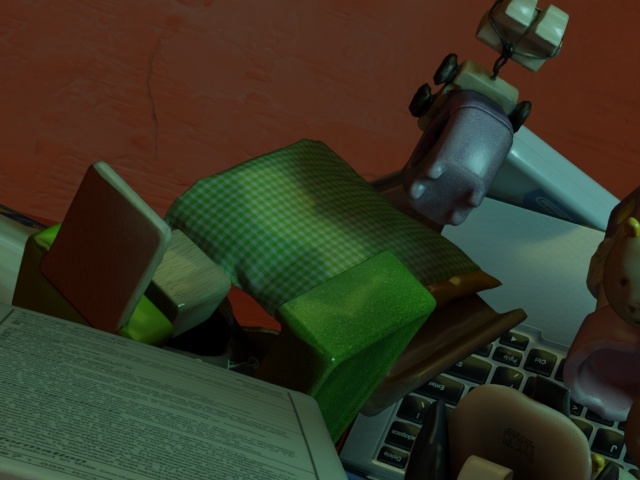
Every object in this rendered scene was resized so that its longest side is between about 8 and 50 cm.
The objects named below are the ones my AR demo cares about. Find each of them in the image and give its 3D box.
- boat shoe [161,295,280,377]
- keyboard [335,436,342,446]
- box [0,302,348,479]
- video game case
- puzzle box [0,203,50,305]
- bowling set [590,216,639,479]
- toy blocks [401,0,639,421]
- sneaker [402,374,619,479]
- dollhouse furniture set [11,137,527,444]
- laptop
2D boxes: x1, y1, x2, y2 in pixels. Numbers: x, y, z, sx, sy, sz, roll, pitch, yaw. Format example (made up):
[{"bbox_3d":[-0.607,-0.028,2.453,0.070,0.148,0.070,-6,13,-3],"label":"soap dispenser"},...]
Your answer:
[{"bbox_3d":[-0.073,0.074,1.216,0.095,0.095,0.257,20,14,20],"label":"boat shoe"},{"bbox_3d":[-0.084,0.119,1.397,0.201,0.033,0.317,9,6,-25],"label":"keyboard"},{"bbox_3d":[-0.074,0.108,0.602,0.148,0.121,0.311,17,2,-3],"label":"box"},{"bbox_3d":[0.184,0.041,1.560,0.329,0.036,0.300,35,-28,-21],"label":"video game case"},{"bbox_3d":[-0.252,-0.002,1.332,0.272,0.052,0.409,25,-1,4],"label":"puzzle box"},{"bbox_3d":[0.178,0.145,0.874,0.154,0.200,0.287,4,-50,43],"label":"bowling set"},{"bbox_3d":[0.214,-0.004,1.035,0.309,0.288,0.260,31,43,-8],"label":"toy blocks"},{"bbox_3d":[0.086,0.132,0.784,0.094,0.153,0.235,19,3,30],"label":"sneaker"},{"bbox_3d":[0.000,0.000,1.116,0.197,0.151,0.301,44,40,17],"label":"dollhouse furniture set"},{"bbox_3d":[0.197,0.113,1.195,0.382,0.408,0.236,18,-31,15],"label":"laptop"}]
